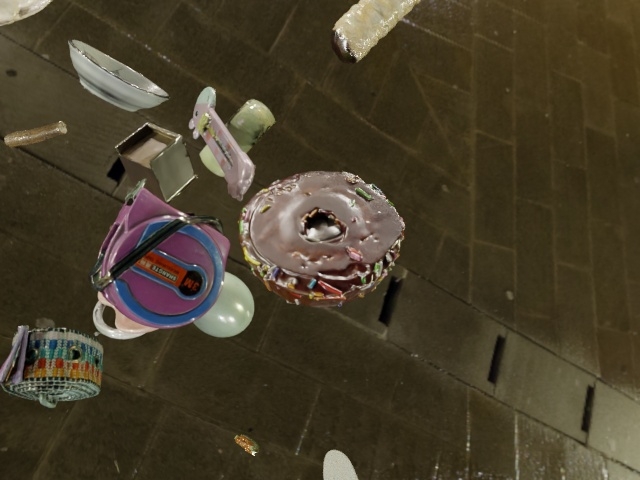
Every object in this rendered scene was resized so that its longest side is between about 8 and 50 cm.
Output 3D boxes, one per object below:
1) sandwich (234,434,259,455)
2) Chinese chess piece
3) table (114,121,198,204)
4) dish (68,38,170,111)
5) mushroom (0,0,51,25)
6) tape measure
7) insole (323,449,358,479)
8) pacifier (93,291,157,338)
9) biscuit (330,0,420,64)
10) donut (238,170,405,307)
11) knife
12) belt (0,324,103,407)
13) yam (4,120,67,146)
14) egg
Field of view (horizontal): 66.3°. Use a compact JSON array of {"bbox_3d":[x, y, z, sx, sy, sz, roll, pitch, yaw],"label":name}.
[{"bbox_3d":[-0.249,0.701,1.686,0.067,0.135,0.029,38,73,-34],"label":"sandwich"},{"bbox_3d":[-0.220,-0.276,1.311,0.092,0.237,0.238,45,63,-14],"label":"Chinese chess piece"},{"bbox_3d":[-0.555,-0.270,1.684,0.169,0.193,0.172,24,56,23],"label":"table"},{"bbox_3d":[-0.617,-0.470,1.470,0.316,0.316,0.106,29,102,-16],"label":"dish"},{"bbox_3d":[-0.387,-0.328,0.480,0.253,0.195,0.189,-15,40,-22],"label":"mushroom"},{"bbox_3d":[-0.296,0.040,0.934,0.231,0.149,0.245,34,75,-30],"label":"tape measure"},{"bbox_3d":[0.045,0.451,0.823,0.065,0.004,0.197,4,45,-21],"label":"insole"},{"bbox_3d":[-0.454,0.107,1.267,0.220,0.332,0.273,1,112,-42],"label":"pacifier"},{"bbox_3d":[0.098,-0.316,0.620,0.219,0.055,0.061,-43,93,-1],"label":"biscuit"},{"bbox_3d":[0.000,0.000,0.705,0.235,0.089,0.235,1,50,-1],"label":"donut"},{"bbox_3d":[-0.240,-0.236,1.152,0.038,0.132,0.399,10,32,-40],"label":"knife"},{"bbox_3d":[-0.655,0.325,1.215,0.206,0.295,0.161,4,64,-17],"label":"belt"},{"bbox_3d":[-0.582,-0.216,1.003,0.145,0.032,0.032,-8,76,19],"label":"yam"},{"bbox_3d":[-0.300,0.180,1.432,0.264,0.182,0.183,54,52,-51],"label":"egg"}]
